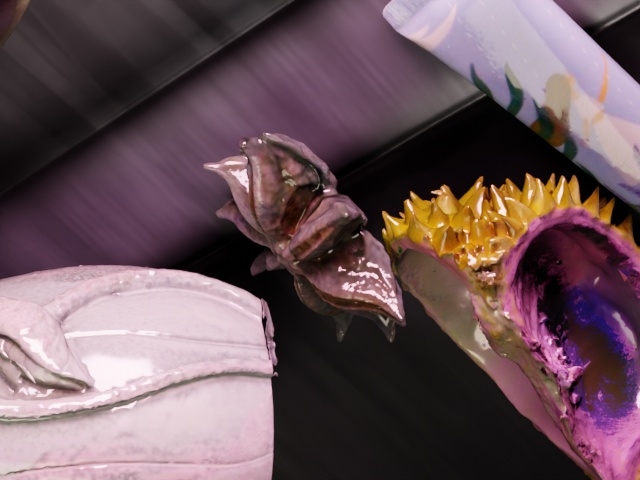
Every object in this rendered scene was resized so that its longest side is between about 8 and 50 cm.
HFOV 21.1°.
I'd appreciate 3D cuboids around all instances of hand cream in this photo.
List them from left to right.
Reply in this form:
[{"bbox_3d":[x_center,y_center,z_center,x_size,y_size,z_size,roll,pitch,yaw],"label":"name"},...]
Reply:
[{"bbox_3d":[0.167,-0.089,1.110,0.271,0.058,0.091,38,126,-18],"label":"hand cream"}]

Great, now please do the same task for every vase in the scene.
[{"bbox_3d":[-0.259,0.132,1.220,0.445,0.250,0.250,0,138,-15],"label":"vase"}]

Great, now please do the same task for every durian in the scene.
[{"bbox_3d":[0.141,0.045,1.198,0.186,0.153,0.260,11,143,31],"label":"durian"}]

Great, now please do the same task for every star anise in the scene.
[{"bbox_3d":[0.000,0.000,1.185,0.181,0.061,0.204,19,148,58],"label":"star anise"}]

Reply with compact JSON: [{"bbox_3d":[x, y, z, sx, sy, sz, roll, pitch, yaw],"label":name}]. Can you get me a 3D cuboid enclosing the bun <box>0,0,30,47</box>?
[{"bbox_3d":[-0.306,-0.200,1.012,0.283,0.179,0.283,-9,144,-7],"label":"bun"}]
